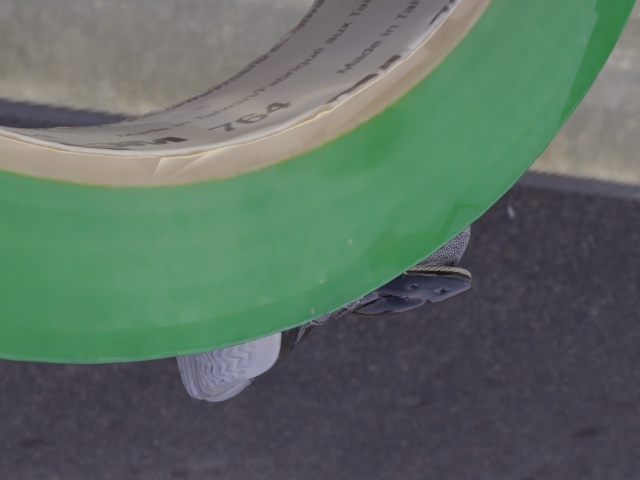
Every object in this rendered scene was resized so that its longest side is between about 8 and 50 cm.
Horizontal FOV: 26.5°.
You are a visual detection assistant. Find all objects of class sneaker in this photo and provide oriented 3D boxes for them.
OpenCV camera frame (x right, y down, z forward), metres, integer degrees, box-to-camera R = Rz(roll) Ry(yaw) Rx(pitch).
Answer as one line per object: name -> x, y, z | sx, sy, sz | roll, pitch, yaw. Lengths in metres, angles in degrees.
sneaker -> 0.000, 0.000, 0.629 | 0.153, 0.101, 0.268 | -13, -175, -6

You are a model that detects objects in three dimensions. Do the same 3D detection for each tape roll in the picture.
tape roll -> -0.053, -0.134, 0.323 | 0.321, 0.321, 0.077 | 8, -175, -31
